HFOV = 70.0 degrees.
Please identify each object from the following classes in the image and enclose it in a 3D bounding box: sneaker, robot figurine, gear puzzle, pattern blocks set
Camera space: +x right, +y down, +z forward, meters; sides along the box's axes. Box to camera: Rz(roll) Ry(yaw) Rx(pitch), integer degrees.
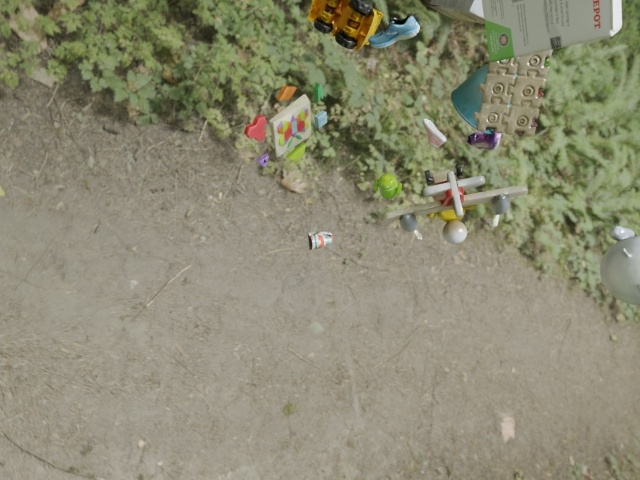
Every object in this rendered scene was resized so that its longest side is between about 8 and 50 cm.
[{"bbox_3d":[0.000,0.000,1.455,0.075,0.161,0.057,-6,94,-3],"label":"sneaker"},{"bbox_3d":[0.966,0.091,1.358,0.353,0.199,0.300,5,55,-45],"label":"robot figurine"},{"bbox_3d":[0.791,-0.493,2.231,0.104,0.236,0.095,17,95,-9],"label":"sneaker"},{"bbox_3d":[0.540,-0.467,1.275,0.044,0.175,0.339,-39,137,-69],"label":"gear puzzle"},{"bbox_3d":[0.221,-0.656,1.417,0.073,0.162,0.064,49,39,-43],"label":"sneaker"},{"bbox_3d":[-0.094,-0.370,1.487,0.325,0.026,0.285,-48,151,-16],"label":"pattern blocks set"},{"bbox_3d":[0.471,-0.454,1.960,0.134,0.070,0.051,49,48,4],"label":"sneaker"},{"bbox_3d":[0.244,-0.197,1.647,0.115,0.101,0.067,67,43,-61],"label":"robot figurine"}]

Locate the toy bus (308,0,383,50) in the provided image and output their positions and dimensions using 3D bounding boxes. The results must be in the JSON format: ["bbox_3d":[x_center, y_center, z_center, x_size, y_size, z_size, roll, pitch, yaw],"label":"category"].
[{"bbox_3d":[0.101,-0.766,1.556,0.220,0.150,0.211,34,37,7],"label":"toy bus"}]

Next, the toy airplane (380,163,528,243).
[{"bbox_3d":[0.464,-0.117,1.602,0.384,0.386,0.273,-18,101,-34],"label":"toy airplane"}]

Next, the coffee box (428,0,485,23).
[{"bbox_3d":[0.542,-0.889,1.705,0.141,0.246,0.098,9,114,-31],"label":"coffee box"}]

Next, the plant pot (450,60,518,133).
[{"bbox_3d":[0.769,-0.660,2.021,0.271,0.255,0.272,17,52,-23],"label":"plant pot"}]

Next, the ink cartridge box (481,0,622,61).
[{"bbox_3d":[0.534,-0.554,1.064,0.114,0.272,0.199,-36,119,-40],"label":"ink cartridge box"}]
